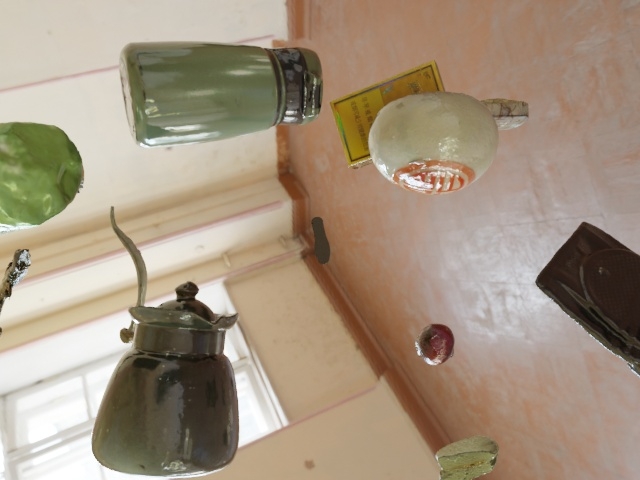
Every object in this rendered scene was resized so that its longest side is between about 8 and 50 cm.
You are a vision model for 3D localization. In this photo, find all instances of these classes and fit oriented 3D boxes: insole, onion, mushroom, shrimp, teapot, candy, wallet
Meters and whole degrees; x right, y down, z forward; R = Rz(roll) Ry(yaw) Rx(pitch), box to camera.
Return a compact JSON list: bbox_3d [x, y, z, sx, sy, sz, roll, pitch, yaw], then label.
[{"bbox_3d":[0.000,0.000,1.520,0.002,0.045,0.135,41,-143,-86],"label":"insole"},{"bbox_3d":[0.355,0.320,1.665,0.131,0.131,0.131,56,157,39],"label":"onion"},{"bbox_3d":[-0.403,0.079,1.147,0.043,0.068,0.306,-142,52,-64],"label":"mushroom"},{"bbox_3d":[-0.567,0.101,0.977,0.195,0.035,0.147,-36,42,42],"label":"shrimp"},{"bbox_3d":[-0.235,0.211,0.902,0.305,0.223,0.285,140,136,-79],"label":"teapot"},{"bbox_3d":[-0.467,-0.072,0.753,0.344,0.132,0.142,-3,101,37],"label":"candy"},{"bbox_3d":[0.514,0.110,0.852,0.323,0.247,0.041,42,142,14],"label":"wallet"}]

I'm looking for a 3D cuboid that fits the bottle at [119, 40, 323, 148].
[{"bbox_3d":[-0.151,-0.254,0.919,0.168,0.347,0.168,37,133,56],"label":"bottle"}]

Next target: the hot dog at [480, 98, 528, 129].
[{"bbox_3d":[0.519,-0.385,1.677,0.144,0.268,0.075,145,115,-64],"label":"hot dog"}]

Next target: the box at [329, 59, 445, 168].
[{"bbox_3d":[0.196,-0.333,1.465,0.084,0.301,0.192,-12,-95,-71],"label":"box"}]

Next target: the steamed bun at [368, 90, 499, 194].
[{"bbox_3d":[0.247,-0.195,1.196,0.283,0.283,0.177,129,145,-69],"label":"steamed bun"}]

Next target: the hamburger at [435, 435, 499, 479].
[{"bbox_3d":[0.276,0.396,0.998,0.084,0.121,0.054,-11,-105,-64],"label":"hamburger"}]

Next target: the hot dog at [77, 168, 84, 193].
[{"bbox_3d":[-0.580,-0.130,1.089,0.253,0.069,0.131,-10,125,30],"label":"hot dog"}]
